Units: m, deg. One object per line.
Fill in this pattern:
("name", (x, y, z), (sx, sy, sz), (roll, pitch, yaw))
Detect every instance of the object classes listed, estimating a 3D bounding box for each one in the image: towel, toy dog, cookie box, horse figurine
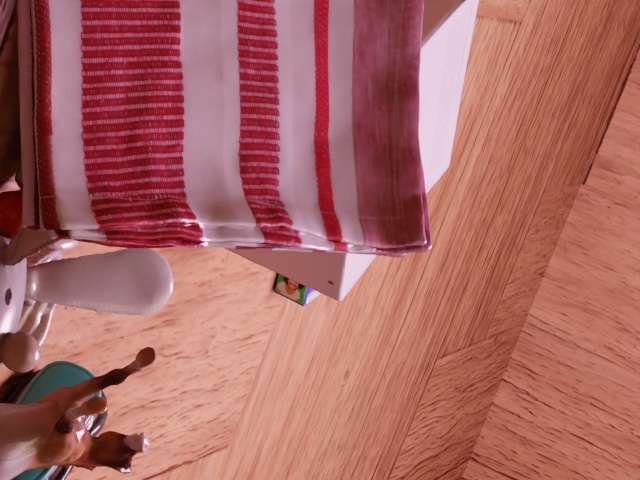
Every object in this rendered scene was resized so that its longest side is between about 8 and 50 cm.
("towel", (-0.053, -0.111, 1.283), (0.329, 0.037, 0.237), (3, 82, -42))
("toy dog", (-0.131, -0.035, 1.339), (0.333, 0.161, 0.220), (-66, 163, 0))
("cookie box", (0.000, 0.000, 1.974), (0.092, 0.040, 0.107), (-35, 145, -57))
("horse figurine", (-0.224, 0.139, 1.335), (0.263, 0.066, 0.174), (-14, 165, -31))

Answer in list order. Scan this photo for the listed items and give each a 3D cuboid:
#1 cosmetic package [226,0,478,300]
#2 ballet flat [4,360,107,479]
("cosmetic package", (0.024, -0.113, 1.729), (0.224, 0.138, 0.224), (-48, 155, -41))
("ballet flat", (-0.247, 0.202, 1.442), (0.280, 0.095, 0.096), (-47, 167, -46))
